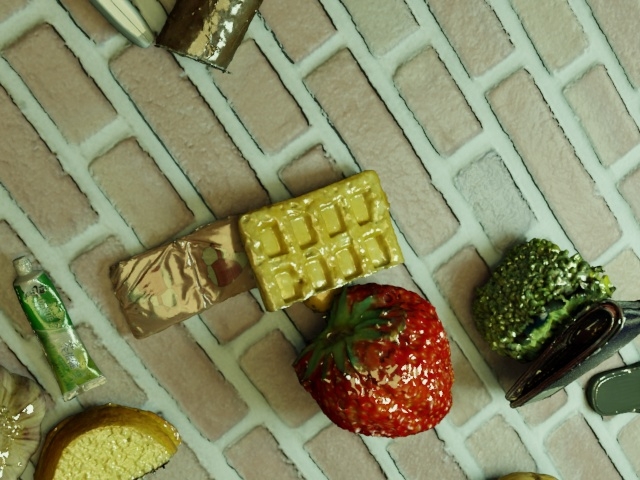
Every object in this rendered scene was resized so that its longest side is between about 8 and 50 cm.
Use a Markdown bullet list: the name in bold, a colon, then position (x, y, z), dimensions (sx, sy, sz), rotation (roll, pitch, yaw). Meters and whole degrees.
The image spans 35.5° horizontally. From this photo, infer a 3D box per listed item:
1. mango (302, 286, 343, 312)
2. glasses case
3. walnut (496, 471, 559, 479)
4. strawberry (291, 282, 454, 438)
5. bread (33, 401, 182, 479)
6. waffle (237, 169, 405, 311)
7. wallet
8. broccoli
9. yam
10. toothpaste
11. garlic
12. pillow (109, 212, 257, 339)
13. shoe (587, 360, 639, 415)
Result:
- **mango**: position (-0.002, 0.067, 1.685), dimensions (0.078, 0.057, 0.114), rotation (-8, 99, -8)
- **glasses case**: position (-0.319, -0.361, 1.502), dimensions (0.045, 0.067, 0.178), rotation (-45, 109, -3)
- **walnut**: position (0.383, 0.532, 1.828), dimensions (0.193, 0.193, 0.226), rotation (-10, 106, -15)
- **strawberry**: position (0.117, 0.216, 1.658), dimensions (0.250, 0.238, 0.288), rotation (-44, 123, 8)
- **bread**: position (-0.360, 0.337, 1.589), dimensions (0.260, 0.129, 0.134), rotation (-28, 100, -12)
- **waffle**: position (0.000, 0.000, 1.633), dimensions (0.274, 0.057, 0.168), rotation (-21, 91, -26)
- **wallet**: position (0.454, 0.195, 1.749), dimensions (0.262, 0.221, 0.071), rotation (-48, 67, 21)
- **broccoli**: position (0.385, 0.103, 1.787), dimensions (0.242, 0.273, 0.180), rotation (-38, 64, 2)
- **yam**: position (-0.139, -0.390, 1.526), dimensions (0.131, 0.131, 0.280), rotation (28, 90, -20)
- **toothpaste**: position (-0.421, 0.137, 1.576), dimensions (0.078, 0.047, 0.248), rotation (-24, 108, -10)
- **garlic**: position (-0.541, 0.286, 1.512), dimensions (0.245, 0.160, 0.245), rotation (-2, 92, -42)
- **pillow**: position (-0.212, 0.055, 1.624), dimensions (0.248, 0.049, 0.135), rotation (-24, 105, -7)
- **shoe**: position (0.633, 0.284, 1.903), dimensions (0.241, 0.093, 0.108), rotation (-12, 102, -13)
